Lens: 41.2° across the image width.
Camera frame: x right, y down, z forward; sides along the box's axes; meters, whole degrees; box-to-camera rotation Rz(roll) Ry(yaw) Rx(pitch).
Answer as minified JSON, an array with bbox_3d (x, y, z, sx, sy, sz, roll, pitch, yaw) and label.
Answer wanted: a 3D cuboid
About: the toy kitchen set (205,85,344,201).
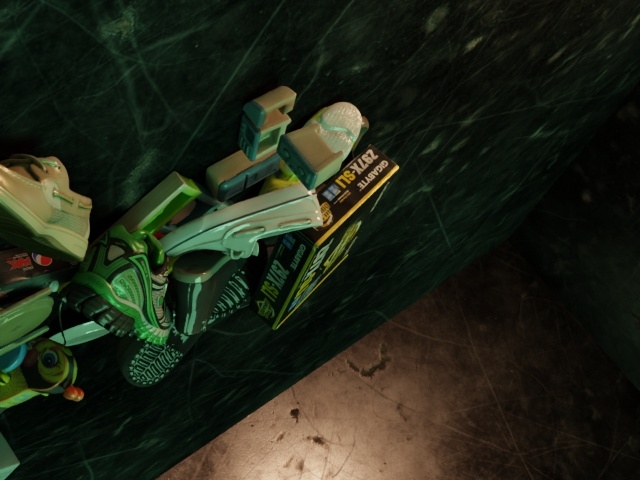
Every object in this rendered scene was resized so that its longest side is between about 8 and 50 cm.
[{"bbox_3d":[-0.074,-0.104,1.284,0.122,0.166,0.207,-31,163,-24],"label":"toy kitchen set"}]

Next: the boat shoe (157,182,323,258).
[{"bbox_3d":[-0.124,-0.013,1.356,0.267,0.088,0.096,-20,180,-15],"label":"boat shoe"}]

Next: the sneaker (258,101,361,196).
[{"bbox_3d":[-0.031,-0.143,1.473,0.240,0.091,0.126,-48,-164,-6],"label":"sneaker"}]

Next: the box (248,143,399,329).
[{"bbox_3d":[0.000,0.000,1.597,0.257,0.079,0.322,-42,168,-34],"label":"box"}]

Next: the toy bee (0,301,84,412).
[{"bbox_3d":[-0.451,0.201,1.311,0.298,0.162,0.195,-43,162,15],"label":"toy bee"}]

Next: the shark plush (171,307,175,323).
[{"bbox_3d":[-0.297,0.112,1.471,0.067,0.161,0.073,-61,-161,16],"label":"shark plush"}]

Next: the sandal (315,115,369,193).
[{"bbox_3d":[0.036,-0.145,1.615,0.090,0.060,0.219,-21,157,-47],"label":"sandal"}]

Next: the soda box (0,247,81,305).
[{"bbox_3d":[-0.414,0.047,1.157,0.169,0.053,0.060,-16,153,-53],"label":"soda box"}]

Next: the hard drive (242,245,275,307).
[{"bbox_3d":[-0.173,0.089,1.817,0.172,0.054,0.254,-47,163,27],"label":"hard drive"}]

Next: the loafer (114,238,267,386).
[{"bbox_3d":[-0.256,0.105,1.607,0.366,0.130,0.134,-43,133,-18],"label":"loafer"}]

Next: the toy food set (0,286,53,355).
[{"bbox_3d":[-0.429,0.107,1.162,0.132,0.038,0.192,-29,169,-29],"label":"toy food set"}]

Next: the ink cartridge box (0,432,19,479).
[{"bbox_3d":[-0.707,0.472,1.630,0.208,0.087,0.153,-45,164,18],"label":"ink cartridge box"}]

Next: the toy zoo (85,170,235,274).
[{"bbox_3d":[-0.244,-0.013,1.411,0.192,0.030,0.293,-40,164,5],"label":"toy zoo"}]

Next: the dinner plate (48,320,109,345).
[{"bbox_3d":[-0.408,0.162,1.484,0.141,0.017,0.141,-19,170,-3],"label":"dinner plate"}]

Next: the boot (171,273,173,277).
[{"bbox_3d":[-0.207,0.065,1.496,0.118,0.087,0.042,-44,166,22],"label":"boot"}]

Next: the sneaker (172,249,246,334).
[{"bbox_3d":[-0.188,0.065,1.426,0.222,0.083,0.118,-40,144,-61],"label":"sneaker"}]

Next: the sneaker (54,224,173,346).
[{"bbox_3d":[-0.271,0.069,1.284,0.146,0.134,0.343,-57,176,-8],"label":"sneaker"}]

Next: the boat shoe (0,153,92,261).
[{"bbox_3d":[-0.342,-0.054,0.978,0.302,0.109,0.098,62,40,-74],"label":"boat shoe"}]
